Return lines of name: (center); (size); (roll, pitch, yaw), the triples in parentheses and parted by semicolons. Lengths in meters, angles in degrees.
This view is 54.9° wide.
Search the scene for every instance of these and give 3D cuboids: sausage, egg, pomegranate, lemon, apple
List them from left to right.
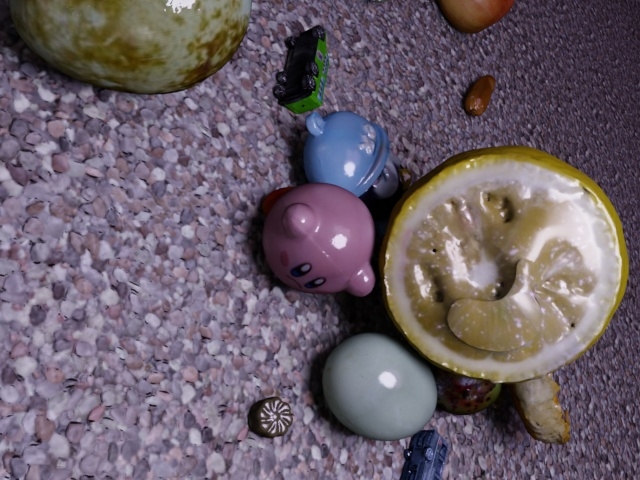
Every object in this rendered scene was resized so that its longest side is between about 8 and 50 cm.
egg: (-0.224, -0.295, 0.751); (0.289, 0.238, 0.238); (-23, 90, -23)
egg: (0.088, 0.214, 0.901); (0.192, 0.149, 0.149); (35, 52, -37)
pomegranate: (0.246, 0.213, 1.068); (0.148, 0.148, 0.169); (43, 42, -23)
apple: (0.369, -0.601, 1.493); (0.199, 0.199, 0.199); (18, 62, -38)
sausage: (0.385, -0.352, 1.486); (0.183, 0.054, 0.062); (-57, 146, -43)
lemon: (0.267, 0.030, 0.933); (0.364, 0.364, 0.364); (18, 62, -38)

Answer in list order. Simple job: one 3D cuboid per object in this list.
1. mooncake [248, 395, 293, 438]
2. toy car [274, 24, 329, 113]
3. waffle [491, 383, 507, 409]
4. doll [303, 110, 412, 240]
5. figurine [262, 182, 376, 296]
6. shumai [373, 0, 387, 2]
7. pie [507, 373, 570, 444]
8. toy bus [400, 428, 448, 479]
mooncake: (-0.163, 0.271, 0.715); (0.150, 0.057, 0.347); (47, 40, -3)
toy car: (-0.024, -0.295, 1.060); (0.062, 0.071, 0.165); (41, 48, -45)
waffle: (0.325, 0.252, 1.205); (0.135, 0.021, 0.092); (54, 45, -14)
doll: (0.079, -0.102, 1.029); (0.314, 0.141, 0.177); (40, 43, -33)
figurine: (0.000, 0.000, 0.891); (0.173, 0.173, 0.173); (18, 62, -38)
shumai: (0.089, -0.640, 1.283); (0.222, 0.204, 0.272); (17, 27, -41)
pie: (0.379, 0.223, 1.154); (0.315, 0.092, 0.315); (-19, 90, -77)
toy bus: (0.159, 0.383, 0.976); (0.065, 0.047, 0.166); (48, 47, -24)
